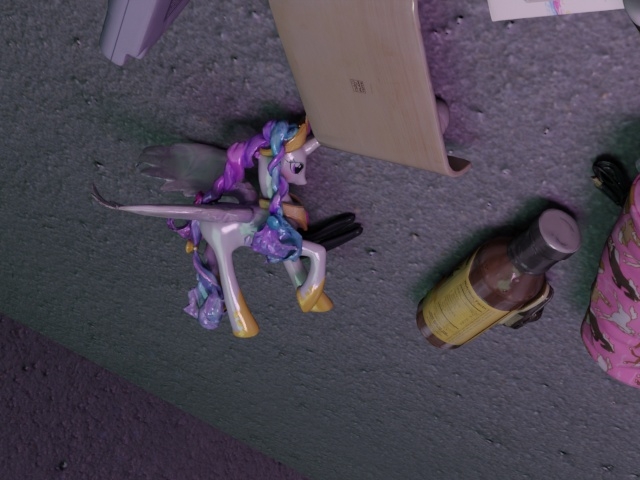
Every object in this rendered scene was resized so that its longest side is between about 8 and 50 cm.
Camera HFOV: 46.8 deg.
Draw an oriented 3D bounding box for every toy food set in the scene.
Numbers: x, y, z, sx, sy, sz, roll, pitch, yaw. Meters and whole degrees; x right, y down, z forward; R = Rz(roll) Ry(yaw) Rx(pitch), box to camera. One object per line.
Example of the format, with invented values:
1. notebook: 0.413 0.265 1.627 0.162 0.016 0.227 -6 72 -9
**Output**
1. toy food set: 0.072 -0.222 0.940 0.220 0.092 0.306 19 145 36

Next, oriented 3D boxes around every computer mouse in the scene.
1. computer mouse: 0.419 -0.087 0.879 0.106 0.042 0.193 42 150 -10

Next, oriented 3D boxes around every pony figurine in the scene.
1. pony figurine: -0.143 -0.031 1.174 0.351 0.302 0.363 -2 116 4

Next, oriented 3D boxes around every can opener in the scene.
1. can opener: 0.000 0.000 1.293 0.186 0.073 0.059 -17 116 37

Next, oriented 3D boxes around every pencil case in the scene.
1. pencil case: 0.430 0.053 0.902 0.167 0.160 0.386 52 168 29

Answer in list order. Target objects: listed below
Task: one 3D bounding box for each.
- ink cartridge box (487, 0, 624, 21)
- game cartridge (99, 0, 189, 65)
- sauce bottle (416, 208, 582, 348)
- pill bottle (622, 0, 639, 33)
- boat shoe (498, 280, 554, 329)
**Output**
1. ink cartridge box: 0.231 -0.273 0.711 0.198 0.115 0.067 6 138 33
2. game cartridge: -0.118 -0.327 0.744 0.060 0.294 0.196 35 145 -13
3. sauce bottle: 0.266 0.063 1.127 0.111 0.111 0.344 33 145 -4
4. pill bottle: 0.352 -0.158 0.611 0.208 0.119 0.119 39 147 -30
5. boat shoe: 0.334 0.104 1.183 0.049 0.056 0.152 28 156 -5
